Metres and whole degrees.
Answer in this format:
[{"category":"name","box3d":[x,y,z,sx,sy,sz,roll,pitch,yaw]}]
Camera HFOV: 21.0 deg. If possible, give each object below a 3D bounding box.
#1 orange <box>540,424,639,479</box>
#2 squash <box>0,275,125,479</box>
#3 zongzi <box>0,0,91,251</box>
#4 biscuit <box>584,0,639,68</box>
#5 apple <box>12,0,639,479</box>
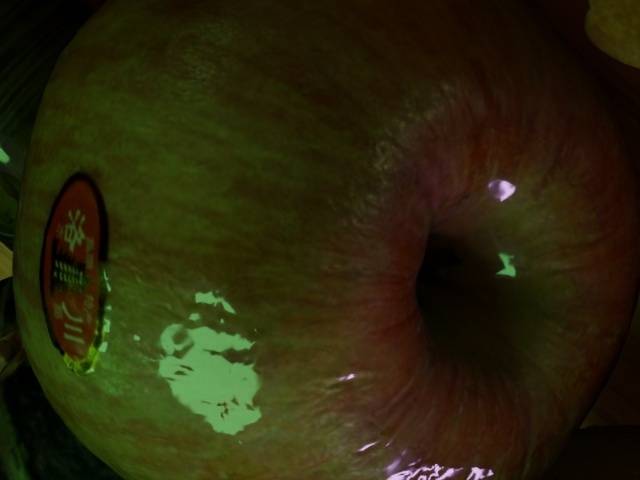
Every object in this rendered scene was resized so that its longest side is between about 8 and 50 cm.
[{"category":"orange","box3d":[0.108,0.199,0.649,0.274,0.274,0.274,34,152,21]},{"category":"squash","box3d":[-0.114,0.112,0.864,0.252,0.252,0.165,4,141,53]},{"category":"zongzi","box3d":[-0.192,-0.098,0.842,0.248,0.111,0.241,52,160,-4]},{"category":"biscuit","box3d":[0.134,-0.085,0.460,0.280,0.043,0.183,37,157,4]},{"category":"apple","box3d":[0.000,0.000,0.583,0.188,0.211,0.211,10,138,49]}]
